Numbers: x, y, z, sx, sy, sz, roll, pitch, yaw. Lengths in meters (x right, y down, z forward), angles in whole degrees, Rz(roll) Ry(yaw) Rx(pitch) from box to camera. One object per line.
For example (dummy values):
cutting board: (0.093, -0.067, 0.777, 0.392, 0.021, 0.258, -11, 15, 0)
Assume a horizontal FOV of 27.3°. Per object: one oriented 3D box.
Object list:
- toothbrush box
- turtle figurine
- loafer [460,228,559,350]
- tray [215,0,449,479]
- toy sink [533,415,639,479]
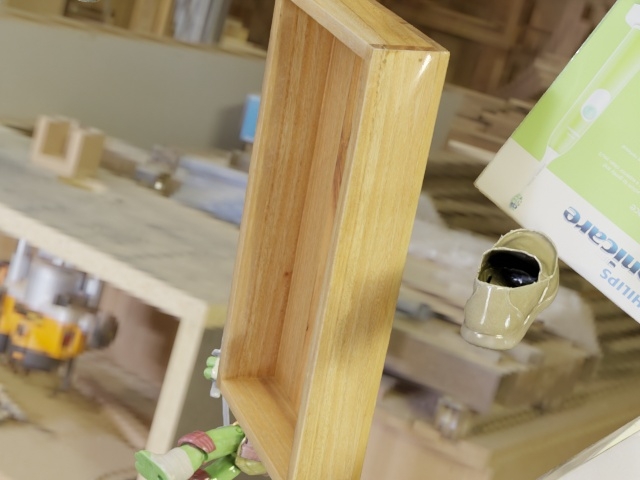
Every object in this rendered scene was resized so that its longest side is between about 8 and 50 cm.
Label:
toothbrush box: (0.307, -0.099, 1.154, 0.206, 0.283, 0.122, 40, 27, 8)
turtle figurine: (-0.142, 0.240, 1.740, 0.266, 0.198, 0.274, -33, 84, -34)
loafer: (0.140, 0.025, 0.937, 0.056, 0.050, 0.148, 14, 31, 13)
tray: (0.000, 0.000, 1.147, 0.076, 0.411, 0.203, 0, 26, -24)
toy sink: (0.232, 0.221, 0.959, 0.131, 0.234, 0.153, -24, 74, -45)
